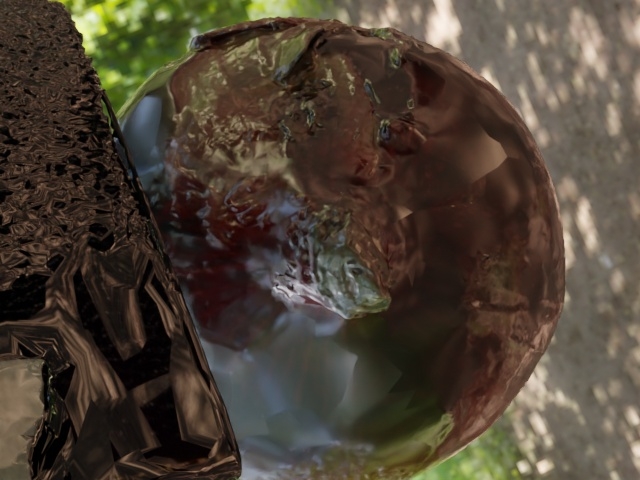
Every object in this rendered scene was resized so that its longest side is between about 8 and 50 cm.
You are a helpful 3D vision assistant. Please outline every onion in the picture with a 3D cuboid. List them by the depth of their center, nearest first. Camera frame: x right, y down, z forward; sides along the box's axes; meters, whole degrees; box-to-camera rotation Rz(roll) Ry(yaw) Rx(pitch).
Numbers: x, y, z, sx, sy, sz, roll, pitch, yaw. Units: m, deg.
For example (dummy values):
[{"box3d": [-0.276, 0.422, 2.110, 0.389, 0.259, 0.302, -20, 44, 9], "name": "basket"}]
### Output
[{"box3d": [0.000, 0.000, 0.721, 0.195, 0.272, 0.272, 127, 120, -78], "name": "onion"}]

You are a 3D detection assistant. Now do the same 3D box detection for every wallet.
[{"box3d": [-0.167, -0.003, 0.481, 0.071, 0.221, 0.262, -57, 48, 40], "name": "wallet"}]
